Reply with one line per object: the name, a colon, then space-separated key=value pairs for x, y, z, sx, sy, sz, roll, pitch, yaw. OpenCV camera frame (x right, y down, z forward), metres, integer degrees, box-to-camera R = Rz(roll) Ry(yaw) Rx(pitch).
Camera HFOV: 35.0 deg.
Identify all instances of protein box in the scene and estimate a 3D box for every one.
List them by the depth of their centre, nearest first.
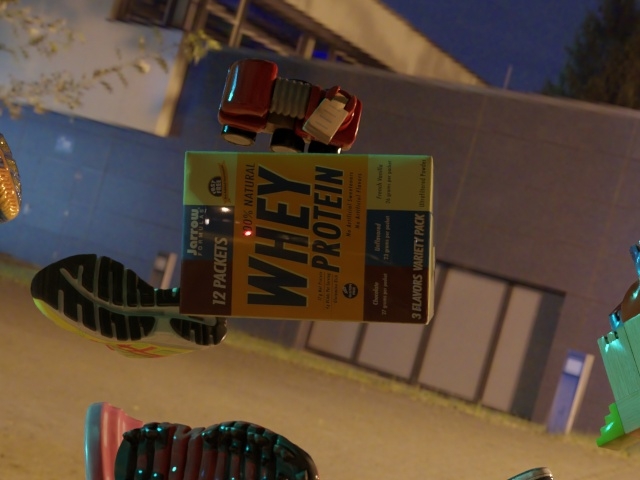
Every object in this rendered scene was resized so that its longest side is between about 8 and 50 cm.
protein box: x=0.000 y=0.000 z=0.899 sx=0.201 sy=0.136 sz=0.200 roll=2 pitch=-2 yaw=8

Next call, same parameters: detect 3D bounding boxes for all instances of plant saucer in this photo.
plant saucer: x=-0.287 y=0.406 z=1.533 sx=0.084 sy=0.332 sz=0.332 roll=-8 pitch=3 yaw=-7

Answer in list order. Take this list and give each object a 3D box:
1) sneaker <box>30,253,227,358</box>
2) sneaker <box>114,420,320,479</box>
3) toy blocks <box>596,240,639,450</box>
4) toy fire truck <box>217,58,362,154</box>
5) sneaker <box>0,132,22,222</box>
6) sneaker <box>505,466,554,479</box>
sneaker: x=-0.196 y=0.079 z=0.993 sx=0.208 sy=0.081 sz=0.094 roll=23 pitch=-37 yaw=-39
sneaker: x=-0.093 y=0.249 z=1.090 sx=0.276 sy=0.098 sz=0.135 roll=-7 pitch=-22 yaw=40
toy blocks: x=0.512 y=0.091 z=1.357 sx=0.190 sy=0.261 sz=0.381 roll=17 pitch=-40 yaw=-34
toy fire truck: x=-0.042 y=-0.197 z=1.529 sx=0.217 sy=0.159 sz=0.246 roll=14 pitch=-14 yaw=-6
sneaker: x=-0.455 y=-0.137 z=1.170 sx=0.131 sy=0.296 sz=0.112 roll=-29 pitch=-2 yaw=-5
sneaker: x=0.268 y=0.437 z=1.418 sx=0.163 sy=0.226 sz=0.086 roll=53 pitch=-1 yaw=34
